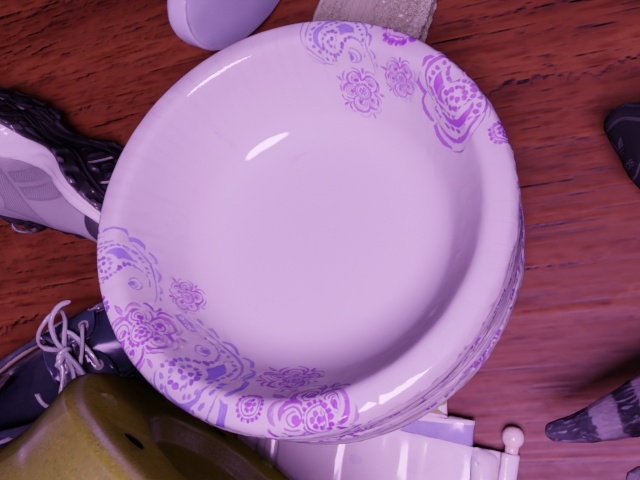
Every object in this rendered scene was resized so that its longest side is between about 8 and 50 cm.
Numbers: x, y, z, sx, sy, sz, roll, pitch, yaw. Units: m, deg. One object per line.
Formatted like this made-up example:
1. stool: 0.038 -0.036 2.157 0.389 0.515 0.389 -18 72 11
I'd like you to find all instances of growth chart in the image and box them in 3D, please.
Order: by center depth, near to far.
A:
1. growth chart: 0.035 0.174 0.537 0.237 0.021 0.172 13 83 21

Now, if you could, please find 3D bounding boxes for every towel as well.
1. towel: 0.042 -0.187 0.607 0.110 0.027 0.148 18 85 21

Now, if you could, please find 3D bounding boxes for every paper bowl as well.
1. paper bowl: 0.000 0.000 0.508 0.284 0.148 0.284 -6 70 17

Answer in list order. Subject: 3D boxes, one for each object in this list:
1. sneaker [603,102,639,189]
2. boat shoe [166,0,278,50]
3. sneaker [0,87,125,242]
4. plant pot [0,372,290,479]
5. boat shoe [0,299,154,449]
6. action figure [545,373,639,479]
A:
1. sneaker: 0.311 -0.143 0.462 0.293 0.102 0.146 -45 68 6
2. boat shoe: -0.075 -0.311 0.630 0.105 0.113 0.306 17 82 28
3. sneaker: -0.240 -0.047 0.652 0.271 0.100 0.108 31 114 19
4. plant pot: -0.155 0.284 0.420 0.366 0.366 0.353 34 84 22
5. boat shoe: -0.216 0.109 0.608 0.255 0.079 0.095 -29 71 12
6. action figure: 0.275 0.029 0.352 0.330 0.341 0.178 -47 42 3
